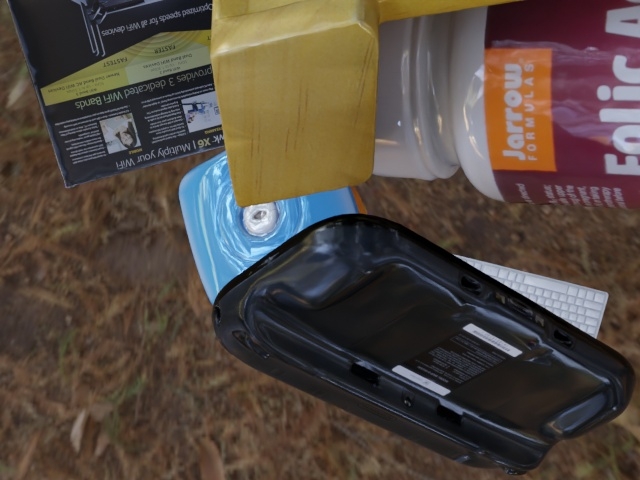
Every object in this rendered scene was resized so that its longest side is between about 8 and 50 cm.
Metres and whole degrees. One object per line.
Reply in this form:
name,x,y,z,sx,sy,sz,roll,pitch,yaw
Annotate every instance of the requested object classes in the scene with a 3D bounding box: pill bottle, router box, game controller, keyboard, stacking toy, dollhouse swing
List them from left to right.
router box,-0.180,-0.219,1.490,0.308,0.081,0.243,-15,117,-7
stacking toy,0.000,0.000,1.361,0.175,0.302,0.166,-24,72,18
dollhouse swing,0.080,-0.242,1.000,0.304,0.315,0.347,-1,64,1
game controller,0.082,0.082,0.930,0.319,0.067,0.166,29,125,-33
keyboard,0.253,0.073,1.743,0.256,0.014,0.072,14,79,19
pill bottle,0.230,-0.136,1.013,0.392,0.224,0.224,4,104,21
